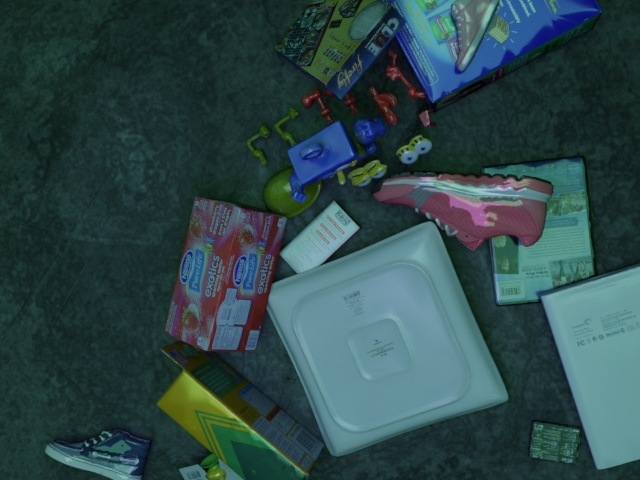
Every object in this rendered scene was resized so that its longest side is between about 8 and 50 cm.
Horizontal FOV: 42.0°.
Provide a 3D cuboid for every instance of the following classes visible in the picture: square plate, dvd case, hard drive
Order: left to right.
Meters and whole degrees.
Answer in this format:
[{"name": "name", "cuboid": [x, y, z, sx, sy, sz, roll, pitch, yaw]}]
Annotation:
[{"name": "square plate", "cuboid": [0.104, 0.186, 1.466, 0.347, 0.049, 0.344, -22, 94, 16]}, {"name": "dvd case", "cuboid": [0.389, -0.016, 1.476, 0.180, 0.022, 0.253, -6, 90, 7]}, {"name": "hard drive", "cuboid": [0.529, 0.213, 1.438, 0.210, 0.040, 0.318, -18, 92, 8]}]

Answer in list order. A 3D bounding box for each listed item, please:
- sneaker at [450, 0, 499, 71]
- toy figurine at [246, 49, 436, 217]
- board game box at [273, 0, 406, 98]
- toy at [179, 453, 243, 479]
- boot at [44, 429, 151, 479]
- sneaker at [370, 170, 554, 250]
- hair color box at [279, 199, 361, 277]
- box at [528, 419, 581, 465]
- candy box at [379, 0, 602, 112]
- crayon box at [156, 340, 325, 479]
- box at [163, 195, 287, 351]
[{"name": "sneaker", "cuboid": [0.235, -0.346, 1.359, 0.070, 0.051, 0.134, 24, 92, 7]}, {"name": "toy figurine", "cuboid": [-0.010, -0.161, 1.385, 0.363, 0.217, 0.191, -25, 90, 25]}, {"name": "board game box", "cuboid": [0.026, -0.350, 1.428, 0.042, 0.243, 0.165, 37, 97, -35]}, {"name": "toy", "cuboid": [-0.142, 0.485, 1.526, 0.137, 0.056, 0.237, -21, 109, 24]}, {"name": "boot", "cuboid": [-0.417, 0.390, 1.574, 0.190, 0.069, 0.086, 18, 86, -1]}, {"name": "sneaker", "cuboid": [0.236, -0.050, 1.436, 0.314, 0.116, 0.136, 4, 94, 18]}, {"name": "hair color box", "cuboid": [0.000, 0.000, 1.518, 0.141, 0.043, 0.072, -43, 85, 7]}, {"name": "box", "cuboid": [0.415, 0.358, 1.477, 0.083, 0.018, 0.067, 6, 92, 8]}, {"name": "candy box", "cuboid": [0.274, -0.417, 1.437, 0.317, 0.122, 0.268, -27, 87, 9]}, {"name": "crayon box", "cuboid": [-0.152, 0.308, 1.462, 0.323, 0.203, 0.083, 40, 95, 6]}, {"name": "box", "cuboid": [-0.169, 0.060, 1.480, 0.123, 0.128, 0.256, 16, 94, 38]}]
